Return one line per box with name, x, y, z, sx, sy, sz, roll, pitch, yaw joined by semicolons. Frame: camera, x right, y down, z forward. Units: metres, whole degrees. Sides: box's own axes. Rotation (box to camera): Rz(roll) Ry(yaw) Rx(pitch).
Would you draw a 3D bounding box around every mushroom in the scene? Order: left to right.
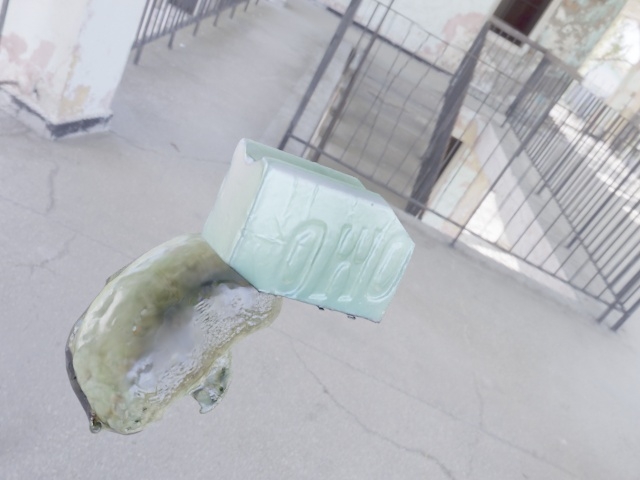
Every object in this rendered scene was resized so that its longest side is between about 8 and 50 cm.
mushroom;-0.186;0.116;0.817;0.344;0.130;0.247;-29;87;-34

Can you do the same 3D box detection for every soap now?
soap;0.000;0.000;0.619;0.231;0.145;0.091;15;17;-35
